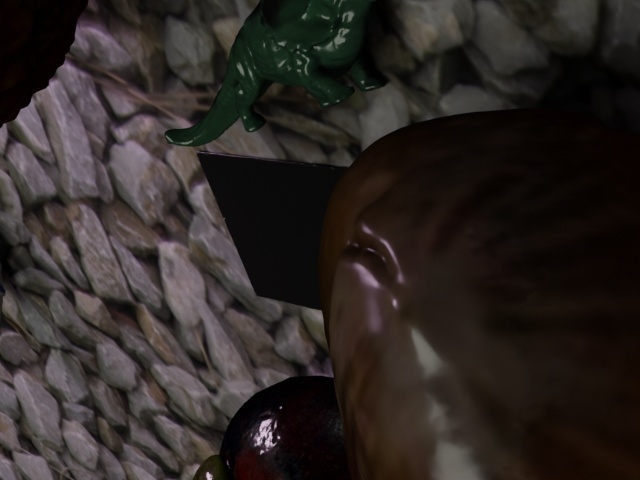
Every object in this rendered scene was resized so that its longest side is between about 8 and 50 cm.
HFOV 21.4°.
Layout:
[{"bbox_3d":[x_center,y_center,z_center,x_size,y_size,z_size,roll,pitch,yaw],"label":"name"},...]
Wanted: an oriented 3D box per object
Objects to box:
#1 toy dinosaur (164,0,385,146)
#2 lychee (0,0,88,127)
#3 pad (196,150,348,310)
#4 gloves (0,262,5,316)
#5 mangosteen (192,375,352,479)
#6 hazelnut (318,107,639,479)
[{"bbox_3d":[-0.024,-0.126,1.303,0.120,0.079,0.292,49,144,9],"label":"toy dinosaur"},{"bbox_3d":[-0.368,-0.250,1.286,0.424,0.500,0.424,40,-177,-2],"label":"lychee"},{"bbox_3d":[0.000,0.000,1.462,0.243,0.004,0.164,10,131,44],"label":"pad"},{"bbox_3d":[-0.414,0.003,1.855,0.119,0.097,0.229,6,123,52],"label":"gloves"},{"bbox_3d":[-0.001,0.231,1.510,0.216,0.216,0.216,30,142,26],"label":"mangosteen"},{"bbox_3d":[0.145,0.077,1.082,0.315,0.372,0.372,-37,94,19],"label":"hazelnut"}]
